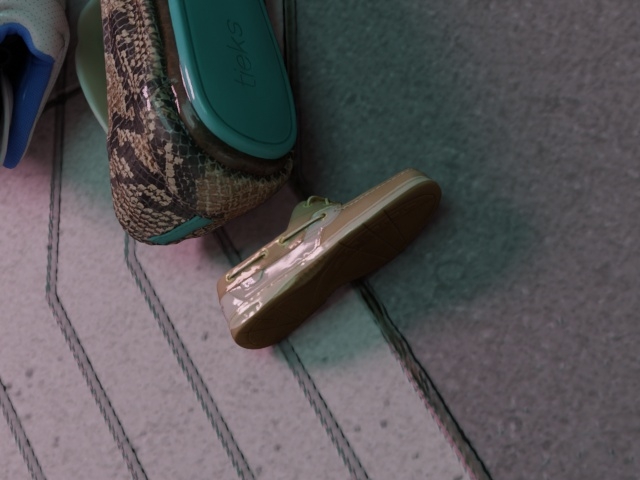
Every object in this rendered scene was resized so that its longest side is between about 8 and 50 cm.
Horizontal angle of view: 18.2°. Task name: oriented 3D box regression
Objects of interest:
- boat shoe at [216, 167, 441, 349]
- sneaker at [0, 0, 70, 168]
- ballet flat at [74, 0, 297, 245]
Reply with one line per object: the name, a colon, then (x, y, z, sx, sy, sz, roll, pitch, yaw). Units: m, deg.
boat shoe: (0.000, 0.000, 1.313, 0.170, 0.063, 0.059, -37, 59, 7)
sneaker: (-0.323, -0.108, 1.484, 0.323, 0.130, 0.236, -42, 50, 12)
ballet flat: (-0.118, -0.212, 1.451, 0.182, 0.164, 0.483, -33, 50, 41)
